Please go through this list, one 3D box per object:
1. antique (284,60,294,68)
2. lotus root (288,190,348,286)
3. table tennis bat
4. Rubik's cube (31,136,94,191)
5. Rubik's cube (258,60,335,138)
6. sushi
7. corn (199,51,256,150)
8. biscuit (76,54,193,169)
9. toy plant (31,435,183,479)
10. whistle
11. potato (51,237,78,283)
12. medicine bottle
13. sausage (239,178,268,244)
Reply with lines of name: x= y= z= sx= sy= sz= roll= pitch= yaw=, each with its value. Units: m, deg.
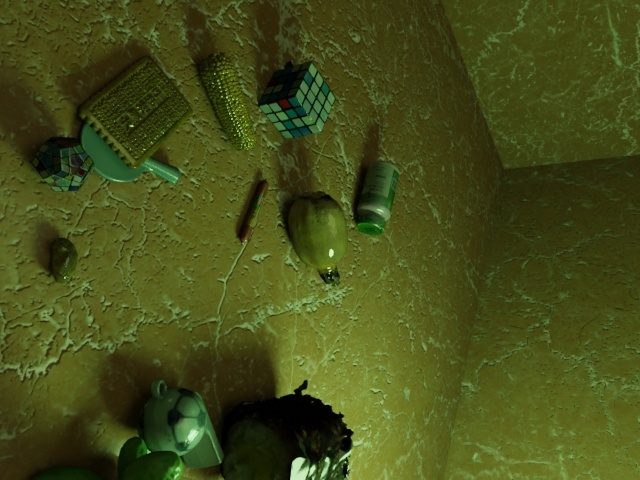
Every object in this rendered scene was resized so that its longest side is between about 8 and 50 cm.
antique: x=-0.062 y=-0.503 z=1.608 sx=0.192 sy=0.015 sz=0.031 roll=54 pitch=49 yaw=-36
lotus root: x=0.000 y=0.000 z=1.534 sx=0.182 sy=0.182 sz=0.310 roll=-28 pitch=112 yaw=-50
table tennis bat: x=-0.421 y=-0.192 z=1.092 sx=0.244 sy=0.040 sz=0.153 roll=26 pitch=65 yaw=-47
Rubik's cube: x=-0.496 y=-0.148 z=0.939 sx=0.093 sy=0.111 sz=0.111 roll=33 pitch=59 yaw=-17
Rubik's cube: x=-0.068 y=-0.426 z=1.484 sx=0.155 sy=0.151 sz=0.154 roll=47 pitch=54 yaw=-43
sushi: x=-0.094 y=0.565 z=1.299 sx=0.294 sy=0.299 sz=0.282 roll=5 pitch=113 yaw=-51
corn: x=-0.242 y=-0.367 z=1.296 sx=0.091 sy=0.091 sz=0.260 roll=-26 pitch=115 yaw=-13
biscuit: x=-0.402 y=-0.294 z=1.096 sx=0.172 sy=0.029 sz=0.255 roll=52 pitch=45 yaw=-27
toy plant: x=-0.352 y=0.550 z=0.966 sx=0.211 sy=0.316 sz=0.356 roll=-74 pitch=149 yaw=-64
whistle: x=-0.323 y=0.438 z=1.103 sx=0.163 sy=0.163 sz=0.290 roll=-37 pitch=117 yaw=-48
potato: x=-0.506 y=0.039 z=0.960 sx=0.046 sy=0.045 sz=0.092 roll=-1 pitch=86 yaw=-18
medicine bottle: x=0.219 y=-0.162 z=1.877 sx=0.133 sy=0.133 sz=0.274 roll=37 pitch=59 yaw=-46
sausage: x=-0.192 y=-0.085 z=1.402 sx=0.029 sy=0.029 sz=0.223 roll=42 pitch=56 yaw=-44
